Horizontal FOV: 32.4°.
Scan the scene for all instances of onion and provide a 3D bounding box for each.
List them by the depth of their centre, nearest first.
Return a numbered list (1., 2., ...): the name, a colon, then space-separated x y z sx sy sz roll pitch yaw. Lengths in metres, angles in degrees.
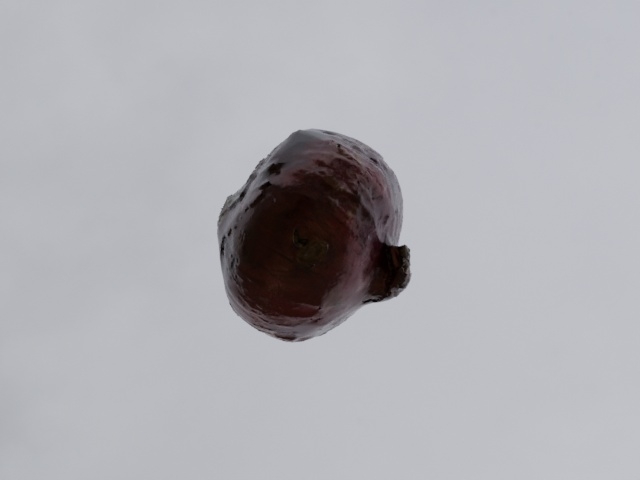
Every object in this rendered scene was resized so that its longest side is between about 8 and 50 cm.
1. onion: 0.000 0.000 0.537 0.097 0.107 0.107 26 -71 23
